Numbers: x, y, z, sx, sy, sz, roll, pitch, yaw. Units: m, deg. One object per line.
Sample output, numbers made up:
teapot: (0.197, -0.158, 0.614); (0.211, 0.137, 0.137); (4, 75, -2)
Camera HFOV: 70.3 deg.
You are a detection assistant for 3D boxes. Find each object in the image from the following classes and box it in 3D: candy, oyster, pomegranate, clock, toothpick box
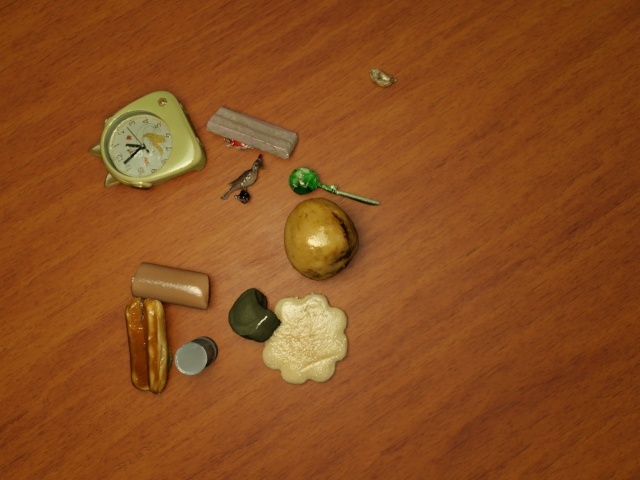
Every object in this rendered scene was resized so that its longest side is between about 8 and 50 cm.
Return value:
candy: (0.050, -0.170, 1.546); (0.324, 0.097, 0.097); (17, 85, -7)
oyster: (0.215, -0.571, 1.599); (0.081, 0.038, 0.083); (-16, 60, -11)
pomegranate: (0.000, 0.000, 1.435); (0.260, 0.260, 0.260); (0, 85, 0)
clock: (-0.587, -0.314, 1.531); (0.348, 0.117, 0.286); (-26, 86, -1)
toothpick box: (-0.393, 0.366, 1.452); (0.101, 0.153, 0.101); (0, 86, 0)

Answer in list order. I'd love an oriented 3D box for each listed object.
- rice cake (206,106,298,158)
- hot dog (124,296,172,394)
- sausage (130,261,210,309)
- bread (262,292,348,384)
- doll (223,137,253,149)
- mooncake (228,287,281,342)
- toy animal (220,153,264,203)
rice cake: (-0.228, -0.369, 1.547); (0.298, 0.050, 0.106); (21, 53, 1)
hot dog: (-0.549, 0.344, 1.466); (0.135, 0.100, 0.337); (2, 103, 14)
sausage: (-0.476, 0.150, 1.488); (0.253, 0.123, 0.123); (11, 85, 0)
bread: (-0.054, 0.325, 1.506); (0.316, 0.054, 0.316); (0, 86, -1)
doll: (-0.280, -0.337, 1.571); (0.114, 0.039, 0.057); (25, 58, 10)
mooncake: (-0.207, 0.240, 1.463); (0.168, 0.104, 0.175); (-24, 49, 26)
toy animal: (-0.252, -0.207, 1.546); (0.105, 0.070, 0.202); (32, 90, 22)
